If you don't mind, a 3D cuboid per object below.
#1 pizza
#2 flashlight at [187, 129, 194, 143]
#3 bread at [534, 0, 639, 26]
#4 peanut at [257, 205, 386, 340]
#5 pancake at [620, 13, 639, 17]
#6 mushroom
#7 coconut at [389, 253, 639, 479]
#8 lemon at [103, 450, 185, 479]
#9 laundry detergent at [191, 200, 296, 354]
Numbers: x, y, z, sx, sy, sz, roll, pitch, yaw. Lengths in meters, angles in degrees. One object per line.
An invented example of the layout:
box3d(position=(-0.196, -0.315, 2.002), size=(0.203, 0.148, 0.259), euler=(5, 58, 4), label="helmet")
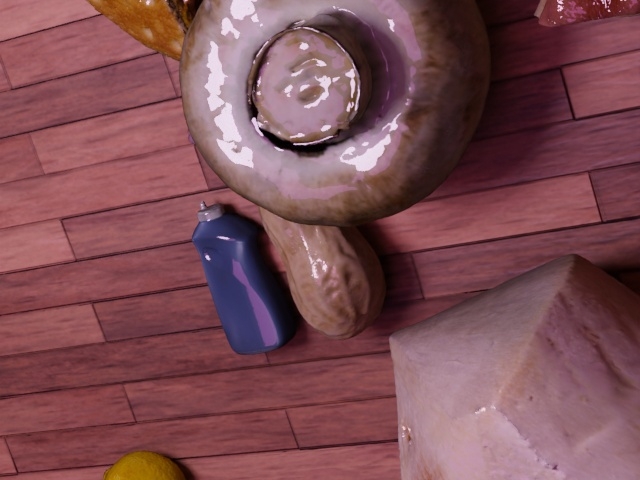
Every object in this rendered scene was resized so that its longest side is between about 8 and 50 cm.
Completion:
box3d(position=(-0.219, -0.312, 1.865), size=(0.292, 0.058, 0.197), euler=(36, 155, 8), label="pizza")
box3d(position=(-0.147, -0.170, 1.945), size=(0.031, 0.052, 0.110), euler=(55, 141, 41), label="flashlight")
box3d(position=(0.297, -0.283, 1.584), size=(0.119, 0.067, 0.192), euler=(36, 125, 19), label="bread")
box3d(position=(0.000, 0.000, 1.890), size=(0.123, 0.123, 0.257), euler=(-15, 104, 32), label="peanut")
box3d(position=(0.298, -0.368, 1.618), size=(0.282, 0.049, 0.282), euler=(10, 113, 25), label="pancake")
box3d(position=(0.013, -0.180, 1.712), size=(0.352, 0.260, 0.352), euler=(5, 108, 16), label="mushroom")
box3d(position=(0.248, 0.216, 1.725), size=(0.415, 0.344, 0.415), euler=(9, 116, 19), label="coconut")
box3d(position=(-0.246, 0.346, 2.178), size=(0.133, 0.109, 0.109), euler=(19, 119, 20), label="lemon")
box3d(position=(-0.106, 0.043, 2.001), size=(0.096, 0.061, 0.206), euler=(-12, 105, 39), label="laundry detergent")
